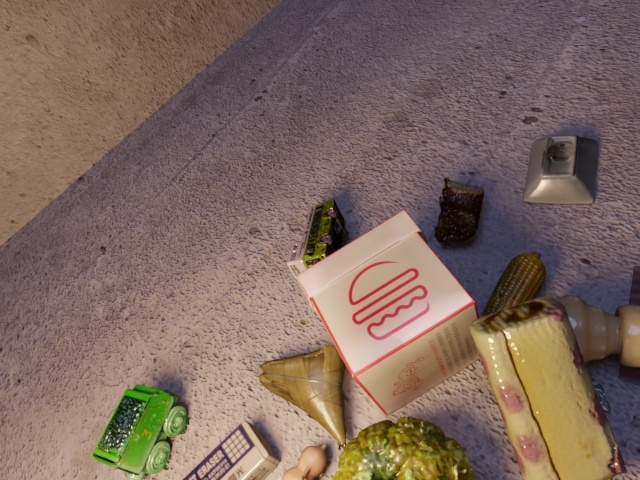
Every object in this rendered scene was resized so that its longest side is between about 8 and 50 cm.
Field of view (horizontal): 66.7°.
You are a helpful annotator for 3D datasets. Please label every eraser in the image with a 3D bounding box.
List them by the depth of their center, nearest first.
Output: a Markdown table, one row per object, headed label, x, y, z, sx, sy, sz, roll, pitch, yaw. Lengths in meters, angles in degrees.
| label | x | y | z | sx | sy | sz | roll | pitch | yaw |
| --- | --- | --- | --- | --- | --- | --- | --- | --- | --- |
| eraser | -0.246 | 0.594 | 1.197 | 0.279 | 0.081 | 0.124 | -42 | 48 | -10 |

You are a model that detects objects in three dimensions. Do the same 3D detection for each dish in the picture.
| label | x | y | z | sx | sy | sz | roll | pitch | yaw |
| --- | --- | --- | --- | --- | --- | --- | --- | --- | --- |
| dish | 0.686 | -0.220 | 1.388 | 0.182 | 0.080 | 0.243 | 4 | 55 | 29 |

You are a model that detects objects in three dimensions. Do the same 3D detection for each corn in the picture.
| label | x | y | z | sx | sy | sz | roll | pitch | yaw |
| --- | --- | --- | --- | --- | --- | --- | --- | --- | --- |
| corn | 0.474 | 0.133 | 1.199 | 0.097 | 0.097 | 0.261 | 25 | 71 | 38 |

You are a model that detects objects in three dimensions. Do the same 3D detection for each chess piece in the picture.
| label | x | y | z | sx | sy | sz | roll | pitch | yaw |
| --- | --- | --- | --- | --- | --- | --- | --- | --- | --- |
| chess piece | 0.635 | 0.200 | 1.037 | 0.300 | 0.167 | 0.167 | 1 | 55 | 21 |

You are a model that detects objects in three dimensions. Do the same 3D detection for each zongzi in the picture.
| label | x | y | z | sx | sy | sz | roll | pitch | yaw |
| --- | --- | --- | --- | --- | --- | --- | --- | --- | --- |
| zongzi | -0.042 | 0.411 | 1.237 | 0.228 | 0.115 | 0.256 | -17 | 59 | 18 |

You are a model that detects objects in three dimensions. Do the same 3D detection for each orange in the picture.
| label | x | y | z | sx | sy | sz | roll | pitch | yaw |
| --- | --- | --- | --- | --- | --- | --- | --- | --- | --- |
| orange | 0.159 | 0.505 | 0.968 | 0.300 | 0.223 | 0.301 | -15 | 46 | 15 |

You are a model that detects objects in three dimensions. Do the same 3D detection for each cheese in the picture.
| label | x | y | z | sx | sy | sz | roll | pitch | yaw |
| --- | --- | --- | --- | --- | --- | --- | --- | --- | --- |
| cheese | 0.546 | 0.342 | 1.042 | 0.121 | 0.026 | 0.067 | -12 | 50 | 17 |

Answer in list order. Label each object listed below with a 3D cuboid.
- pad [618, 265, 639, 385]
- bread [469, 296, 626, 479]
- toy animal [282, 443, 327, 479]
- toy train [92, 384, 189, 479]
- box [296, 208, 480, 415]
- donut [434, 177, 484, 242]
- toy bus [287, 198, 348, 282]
| label | x | y | z | sx | sy | sz | roll | pitch | yaw |
| --- | --- | --- | --- | --- | --- | --- | --- | --- | --- |
| pad | 0.782 | 0.194 | 1.059 | 0.202 | 0.005 | 0.299 | 10 | 59 | 32 |
| bread | 0.432 | 0.297 | 0.949 | 0.187 | 0.155 | 0.338 | -21 | 88 | 9 |
| toy animal | -0.036 | 0.541 | 1.141 | 0.150 | 0.083 | 0.089 | -41 | 33 | -24 |
| toy train | -0.475 | 0.510 | 1.306 | 0.132 | 0.188 | 0.243 | 3 | 55 | 27 |
| box | 0.177 | 0.179 | 1.164 | 0.312 | 0.314 | 0.300 | -32 | 50 | 0 |
| donut | 0.400 | -0.089 | 1.409 | 0.126 | 0.144 | 0.186 | 7 | 27 | 23 |
| toy bus | 0.000 | 0.000 | 1.489 | 0.139 | 0.113 | 0.301 | -16 | 32 | 20 |
